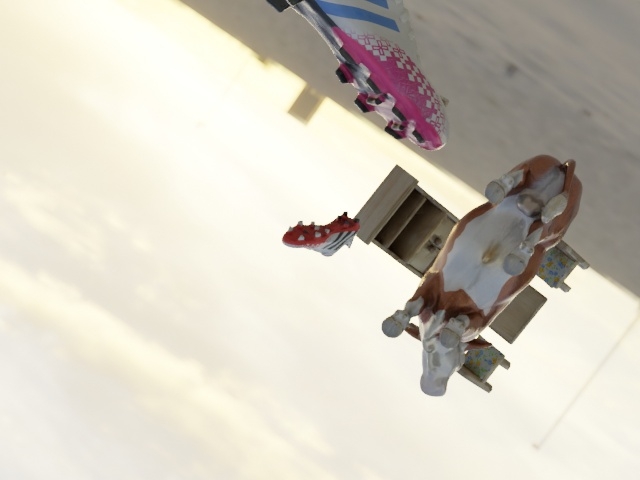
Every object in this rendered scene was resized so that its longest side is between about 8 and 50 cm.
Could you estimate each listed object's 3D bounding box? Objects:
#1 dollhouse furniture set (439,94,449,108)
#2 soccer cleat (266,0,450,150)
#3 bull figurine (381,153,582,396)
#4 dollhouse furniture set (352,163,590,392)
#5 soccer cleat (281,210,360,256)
[{"bbox_3d":[0.134,-0.221,1.967,0.114,0.091,0.081,29,-179,-10],"label":"dollhouse furniture set"},{"bbox_3d":[0.058,-0.249,1.599,0.331,0.143,0.116,47,169,-17],"label":"soccer cleat"},{"bbox_3d":[0.163,0.040,1.523,0.101,0.310,0.188,35,-160,11],"label":"bull figurine"},{"bbox_3d":[0.176,0.031,1.865,0.242,0.212,0.161,40,-176,37],"label":"dollhouse furniture set"},{"bbox_3d":[0.000,0.000,1.219,0.083,0.035,0.029,-17,-138,-43],"label":"soccer cleat"}]
